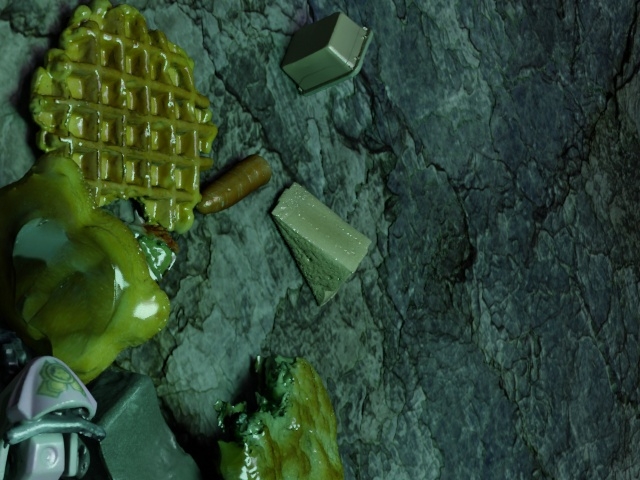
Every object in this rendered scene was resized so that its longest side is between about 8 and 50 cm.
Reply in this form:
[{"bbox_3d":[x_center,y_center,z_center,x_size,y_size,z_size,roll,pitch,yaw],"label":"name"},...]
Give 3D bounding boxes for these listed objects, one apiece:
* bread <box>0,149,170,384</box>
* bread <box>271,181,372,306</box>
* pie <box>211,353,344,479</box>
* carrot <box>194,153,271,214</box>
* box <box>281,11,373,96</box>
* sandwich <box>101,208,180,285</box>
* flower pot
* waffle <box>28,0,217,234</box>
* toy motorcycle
[{"bbox_3d":[-0.275,0.032,1.589,0.233,0.161,0.088,52,5,-5],"label":"bread"},{"bbox_3d":[-0.015,0.005,2.099,0.152,0.105,0.077,39,49,-4],"label":"bread"},{"bbox_3d":[-0.041,0.297,1.887,0.371,0.078,0.296,-46,117,-71],"label":"pie"},{"bbox_3d":[-0.121,-0.066,1.954,0.139,0.048,0.048,-38,115,-47],"label":"carrot"},{"bbox_3d":[0.006,-0.263,2.091,0.062,0.122,0.089,38,55,-30],"label":"box"},{"bbox_3d":[-0.248,0.053,1.716,0.109,0.160,0.184,34,92,-8],"label":"sandwich"},{"bbox_3d":[-0.219,0.267,1.722,0.108,0.103,0.229,-48,123,-44],"label":"flower pot"},{"bbox_3d":[-0.232,-0.140,1.803,0.301,0.058,0.281,39,56,-44],"label":"waffle"},{"bbox_3d":[-0.308,0.250,1.534,0.143,0.188,0.326,5,81,-45],"label":"toy motorcycle"}]
